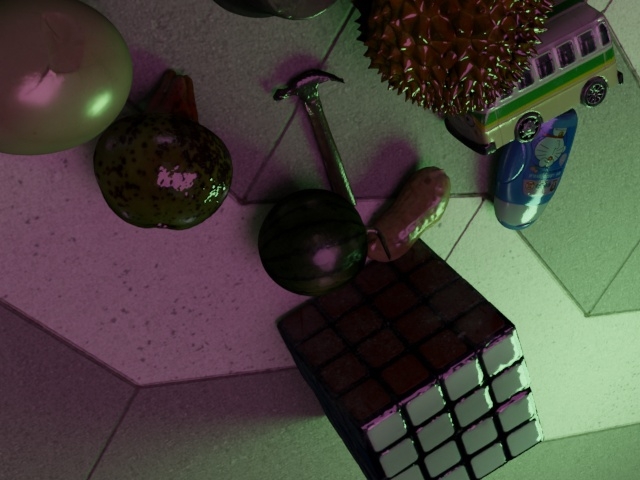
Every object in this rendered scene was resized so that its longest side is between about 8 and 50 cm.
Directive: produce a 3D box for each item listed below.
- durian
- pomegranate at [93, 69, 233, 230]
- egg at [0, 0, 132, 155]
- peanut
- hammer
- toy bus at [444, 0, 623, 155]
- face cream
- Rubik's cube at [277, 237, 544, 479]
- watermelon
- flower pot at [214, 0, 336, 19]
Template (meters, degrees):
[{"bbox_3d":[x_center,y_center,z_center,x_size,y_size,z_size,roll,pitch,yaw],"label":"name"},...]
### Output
[{"bbox_3d":[0.207,-0.376,1.603,0.348,0.348,0.384,-23,113,-17],"label":"durian"},{"bbox_3d":[-0.232,-0.138,1.605,0.214,0.214,0.247,18,73,-38],"label":"pomegranate"},{"bbox_3d":[-0.381,-0.223,1.414,0.269,0.219,0.219,-18,130,-41],"label":"egg"},{"bbox_3d":[0.164,-0.043,1.955,0.214,0.099,0.099,-49,132,5],"label":"peanut"},{"bbox_3d":[0.011,-0.165,1.822,0.125,0.027,0.297,-26,131,-8],"label":"hammer"},{"bbox_3d":[0.365,-0.296,1.868,0.306,0.143,0.179,-28,129,-11],"label":"toy bus"},{"bbox_3d":[0.405,-0.138,2.041,0.149,0.083,0.263,-3,123,-26],"label":"face cream"},{"bbox_3d":[0.172,0.260,2.003,0.344,0.344,0.337,-30,132,-8],"label":"Rubik's cube"},{"bbox_3d":[0.000,0.000,1.817,0.215,0.188,0.188,-18,130,0],"label":"watermelon"},{"bbox_3d":[-0.049,-0.411,1.535,0.235,0.148,0.235,-17,129,-22],"label":"flower pot"}]
